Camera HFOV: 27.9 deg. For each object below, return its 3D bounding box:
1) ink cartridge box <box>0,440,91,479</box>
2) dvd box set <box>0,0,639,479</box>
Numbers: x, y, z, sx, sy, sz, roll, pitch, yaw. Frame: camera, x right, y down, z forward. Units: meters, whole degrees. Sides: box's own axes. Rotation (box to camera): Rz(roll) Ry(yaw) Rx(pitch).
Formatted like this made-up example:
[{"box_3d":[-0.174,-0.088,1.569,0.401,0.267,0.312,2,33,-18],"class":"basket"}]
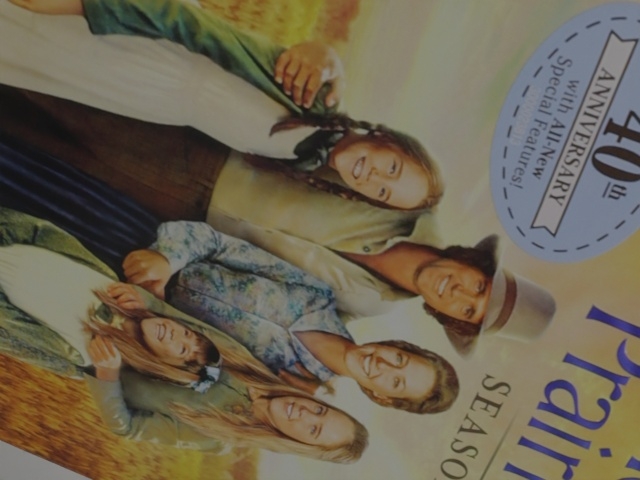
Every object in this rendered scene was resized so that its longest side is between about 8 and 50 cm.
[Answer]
[{"box_3d":[-0.182,0.203,0.938,0.148,0.203,0.086,9,49,-4],"class":"ink cartridge box"},{"box_3d":[0.000,0.000,0.484,0.420,0.308,0.062,23,38,3],"class":"dvd box set"}]
